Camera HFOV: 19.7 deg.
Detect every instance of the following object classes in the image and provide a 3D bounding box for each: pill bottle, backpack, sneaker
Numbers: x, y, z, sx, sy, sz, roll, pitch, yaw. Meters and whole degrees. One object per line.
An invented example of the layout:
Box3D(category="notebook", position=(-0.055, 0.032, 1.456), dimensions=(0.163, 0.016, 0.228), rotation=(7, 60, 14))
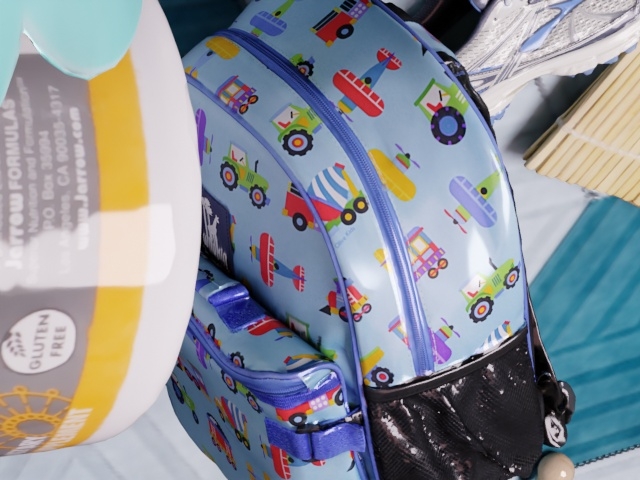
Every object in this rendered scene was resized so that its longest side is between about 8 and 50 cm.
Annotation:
Box3D(category="pill bottle", position=(-0.186, -0.010, 0.502), dimensions=(0.278, 0.162, 0.162), rotation=(-4, 129, -29))
Box3D(category="backpack", position=(0.000, 0.000, 0.628), dimensions=(0.117, 0.158, 0.173), rotation=(-28, 134, -18))
Box3D(category="sneaker", position=(0.075, -0.087, 0.676), dimensions=(0.135, 0.052, 0.058), rotation=(-36, 133, 0))

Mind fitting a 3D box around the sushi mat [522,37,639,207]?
Box3D(category="sushi mat", position=(0.230, -0.122, 0.733), dimensions=(0.151, 0.019, 0.316), rotation=(22, 119, -38))

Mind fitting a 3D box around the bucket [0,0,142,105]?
Box3D(category="bucket", position=(-0.163, -0.132, 0.337), dimensions=(0.281, 0.281, 0.183), rotation=(-12, 124, -22))

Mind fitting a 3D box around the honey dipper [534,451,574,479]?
Box3D(category="honey dipper", position=(0.067, 0.164, 0.906), dimensions=(0.161, 0.030, 0.030), rotation=(-49, 135, 11))
